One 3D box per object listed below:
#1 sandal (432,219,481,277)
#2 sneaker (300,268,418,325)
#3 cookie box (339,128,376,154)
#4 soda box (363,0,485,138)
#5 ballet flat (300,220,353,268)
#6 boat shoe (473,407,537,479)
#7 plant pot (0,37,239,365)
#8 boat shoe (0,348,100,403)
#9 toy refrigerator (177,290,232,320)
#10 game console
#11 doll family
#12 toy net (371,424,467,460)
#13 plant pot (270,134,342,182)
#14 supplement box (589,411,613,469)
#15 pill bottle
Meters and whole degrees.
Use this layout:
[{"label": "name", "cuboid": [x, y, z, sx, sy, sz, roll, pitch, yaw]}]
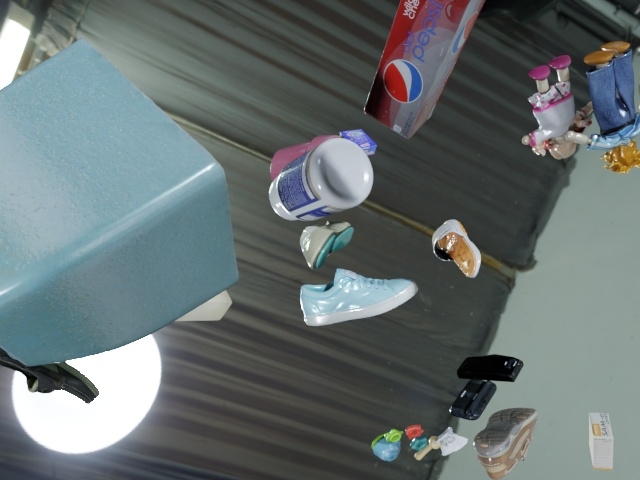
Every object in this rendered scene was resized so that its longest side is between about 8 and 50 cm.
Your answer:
[{"label": "sandal", "cuboid": [0.352, 0.012, 1.322, 0.265, 0.076, 0.102, -105, 25, -67]}, {"label": "sneaker", "cuboid": [0.109, 0.151, 1.495, 0.135, 0.366, 0.150, -85, -21, -78]}, {"label": "cookie box", "cuboid": [0.128, -0.340, 1.706, 0.107, 0.092, 0.040, 55, 147, 36]}, {"label": "soda box", "cuboid": [0.150, -0.280, 0.694, 0.083, 0.092, 0.263, -45, -16, -35]}, {"label": "ballet flat", "cuboid": [0.000, 0.000, 1.034, 0.086, 0.086, 0.248, -63, -11, 16]}, {"label": "boat shoe", "cuboid": [0.553, 0.589, 1.438, 0.123, 0.324, 0.116, -14, 89, 47]}, {"label": "plant pot", "cuboid": [-0.270, -0.010, 0.538, 0.252, 0.247, 0.248, -40, -20, -25]}, {"label": "boat shoe", "cuboid": [-0.521, 0.251, 0.915, 0.080, 0.223, 0.073, -13, 37, 39]}, {"label": "toy refrigerator", "cuboid": [-0.408, 0.176, 1.442, 0.094, 0.269, 0.102, -53, 54, 23]}, {"label": "game console", "cuboid": [0.561, 0.511, 1.732, 0.213, 0.044, 0.361, -11, 14, 44]}, {"label": "doll family", "cuboid": [0.400, -0.177, 0.619, 0.263, 0.163, 0.118, -27, 29, 3]}, {"label": "toy net", "cuboid": [0.238, 0.458, 1.138, 0.045, 0.232, 0.122, -120, 36, -56]}, {"label": "plant pot", "cuboid": [-0.032, -0.195, 1.381, 0.180, 0.201, 0.201, 6, 67, 29]}, {"label": "supplement box", "cuboid": [0.567, 0.406, 0.987, 0.062, 0.036, 0.098, -61, -40, -53]}, {"label": "pill bottle", "cuboid": [-0.011, -0.127, 1.127, 0.265, 0.153, 0.153, -14, 54, 60]}]
